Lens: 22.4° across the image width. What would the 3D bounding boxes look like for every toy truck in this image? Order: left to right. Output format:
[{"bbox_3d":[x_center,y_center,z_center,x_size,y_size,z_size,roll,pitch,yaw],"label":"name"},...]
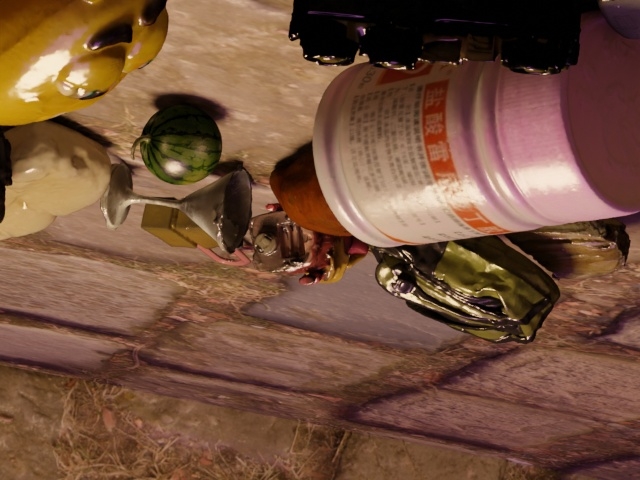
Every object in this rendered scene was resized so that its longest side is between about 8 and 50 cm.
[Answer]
[{"bbox_3d":[0.106,-0.211,1.451,0.257,0.127,0.127,4,178,10],"label":"toy truck"}]

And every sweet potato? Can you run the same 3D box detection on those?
[{"bbox_3d":[0.025,-0.061,1.972,0.112,0.112,0.359,17,175,-29],"label":"sweet potato"}]

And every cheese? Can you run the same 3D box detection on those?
[{"bbox_3d":[-0.403,-0.074,2.107,0.263,0.093,0.159,-22,153,31],"label":"cheese"}]

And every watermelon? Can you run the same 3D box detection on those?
[{"bbox_3d":[-0.170,-0.116,1.925,0.109,0.109,0.109,7,163,2],"label":"watermelon"}]

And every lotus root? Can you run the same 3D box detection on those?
[{"bbox_3d":[0.332,-0.009,2.090,0.144,0.070,0.143,-1,152,35],"label":"lotus root"}]

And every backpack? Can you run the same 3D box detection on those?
[{"bbox_3d":[0.186,0.046,2.122,0.253,0.140,0.207,27,175,26],"label":"backpack"}]

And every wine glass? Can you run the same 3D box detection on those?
[{"bbox_3d":[-0.190,-0.051,2.140,0.182,0.122,0.122,10,164,17],"label":"wine glass"}]

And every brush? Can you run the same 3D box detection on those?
[{"bbox_3d":[-0.166,-0.004,2.380,0.103,0.047,0.233,1,163,21],"label":"brush"}]

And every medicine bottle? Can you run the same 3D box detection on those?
[{"bbox_3d":[0.168,-0.106,1.617,0.315,0.202,0.202,-9,157,43],"label":"medicine bottle"}]

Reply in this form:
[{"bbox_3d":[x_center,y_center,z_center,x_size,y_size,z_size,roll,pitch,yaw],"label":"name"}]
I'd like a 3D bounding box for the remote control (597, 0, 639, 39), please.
[{"bbox_3d":[0.365,-0.220,1.430,0.233,0.038,0.098,-3,161,29],"label":"remote control"}]

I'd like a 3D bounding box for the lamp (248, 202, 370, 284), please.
[{"bbox_3d":[0.000,0.000,2.196,0.118,0.118,0.253,0,-178,26],"label":"lamp"}]

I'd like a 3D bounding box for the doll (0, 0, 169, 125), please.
[{"bbox_3d":[-0.290,-0.180,1.528,0.348,0.161,0.423,-31,-170,6],"label":"doll"}]

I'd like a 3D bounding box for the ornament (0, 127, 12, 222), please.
[{"bbox_3d":[-0.424,-0.077,1.849,0.106,0.251,0.260,4,141,8],"label":"ornament"}]
